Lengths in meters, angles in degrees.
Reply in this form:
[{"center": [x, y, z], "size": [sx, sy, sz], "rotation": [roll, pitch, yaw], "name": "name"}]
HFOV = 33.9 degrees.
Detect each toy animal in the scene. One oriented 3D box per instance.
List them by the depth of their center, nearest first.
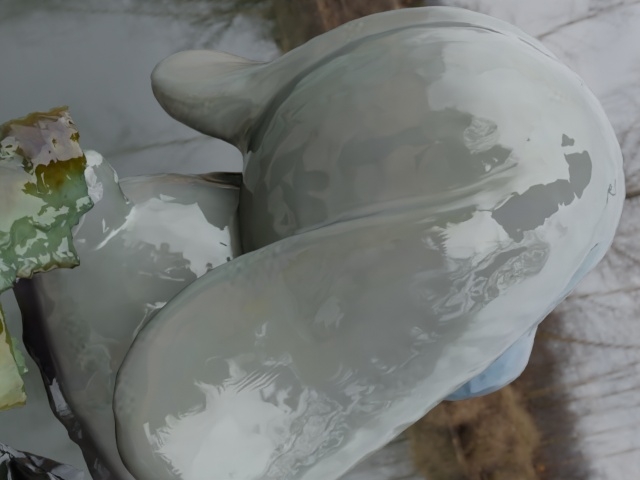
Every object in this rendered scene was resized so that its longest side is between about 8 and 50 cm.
[{"center": [-0.015, -0.005, 0.498], "size": [0.249, 0.289, 0.174], "rotation": [53, 0, 42], "name": "toy animal"}]

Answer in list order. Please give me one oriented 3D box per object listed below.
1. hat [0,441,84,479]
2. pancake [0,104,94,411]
[{"center": [-0.418, 0.210, 0.871], "size": [0.382, 0.366, 0.257], "rotation": [33, 50, -33], "name": "hat"}, {"center": [-0.267, -0.077, 0.323], "size": [0.427, 0.067, 0.305], "rotation": [39, 40, 3], "name": "pancake"}]
